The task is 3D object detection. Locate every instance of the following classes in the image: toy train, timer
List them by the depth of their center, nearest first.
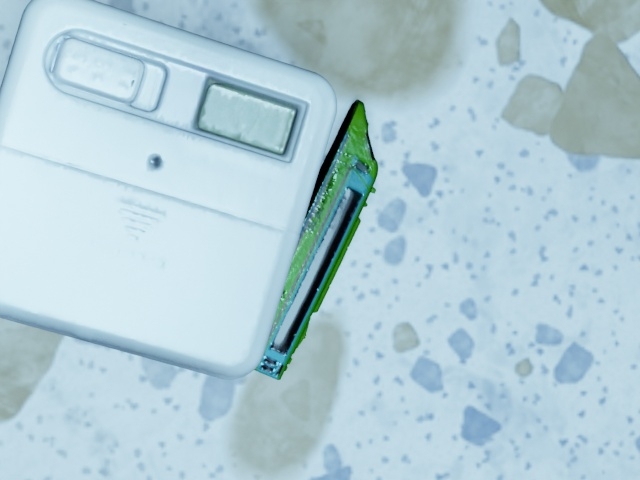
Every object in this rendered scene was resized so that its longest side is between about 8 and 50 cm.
[{"bbox_3d":[-0.116,-0.036,0.803,0.192,0.195,0.194,17,90,-11],"label":"timer"},{"bbox_3d":[0.000,0.000,0.902,0.042,0.044,0.209,26,89,-10],"label":"toy train"}]
